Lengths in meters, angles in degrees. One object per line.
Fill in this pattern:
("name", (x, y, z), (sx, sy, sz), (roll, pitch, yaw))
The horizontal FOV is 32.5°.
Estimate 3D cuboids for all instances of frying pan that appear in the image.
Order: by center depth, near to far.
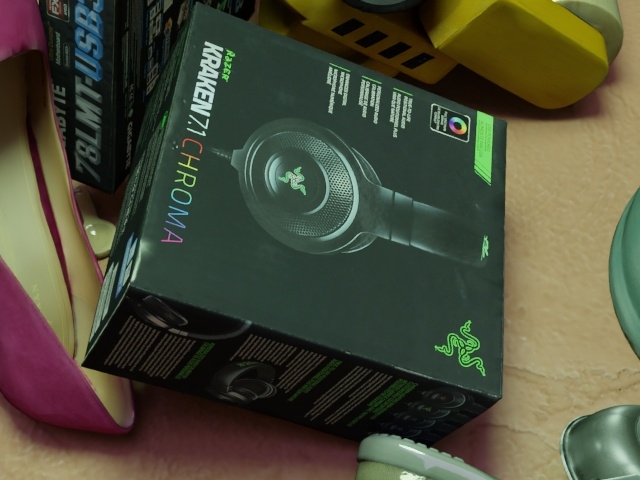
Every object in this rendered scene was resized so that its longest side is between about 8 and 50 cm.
("frying pan", (0.191, 0.152, 0.697), (0.326, 0.053, 0.197), (21, 24, -19))

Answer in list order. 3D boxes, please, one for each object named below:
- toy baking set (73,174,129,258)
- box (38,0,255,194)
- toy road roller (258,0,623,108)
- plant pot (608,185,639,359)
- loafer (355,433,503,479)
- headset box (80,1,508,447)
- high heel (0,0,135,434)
("toy baking set", (-0.234, -0.082, 0.987), (0.256, 0.030, 0.197), (32, 64, 22))
("box", (-0.126, -0.235, 0.893), (0.073, 0.295, 0.293), (21, 50, 7))
("toy road roller", (0.084, -0.227, 0.993), (0.329, 0.240, 0.202), (21, 51, -28))
("plant pot", (0.376, -0.014, 0.806), (0.293, 0.196, 0.293), (-2, 57, 3))
("loafer", (0.133, 0.214, 0.746), (0.251, 0.094, 0.087), (18, 74, 18))
("headset box", (0.000, 0.000, 0.807), (0.283, 0.131, 0.246), (19, 55, -16))
("high heel", (-0.192, -0.039, 0.776), (0.181, 0.377, 0.127), (22, 37, 22))
